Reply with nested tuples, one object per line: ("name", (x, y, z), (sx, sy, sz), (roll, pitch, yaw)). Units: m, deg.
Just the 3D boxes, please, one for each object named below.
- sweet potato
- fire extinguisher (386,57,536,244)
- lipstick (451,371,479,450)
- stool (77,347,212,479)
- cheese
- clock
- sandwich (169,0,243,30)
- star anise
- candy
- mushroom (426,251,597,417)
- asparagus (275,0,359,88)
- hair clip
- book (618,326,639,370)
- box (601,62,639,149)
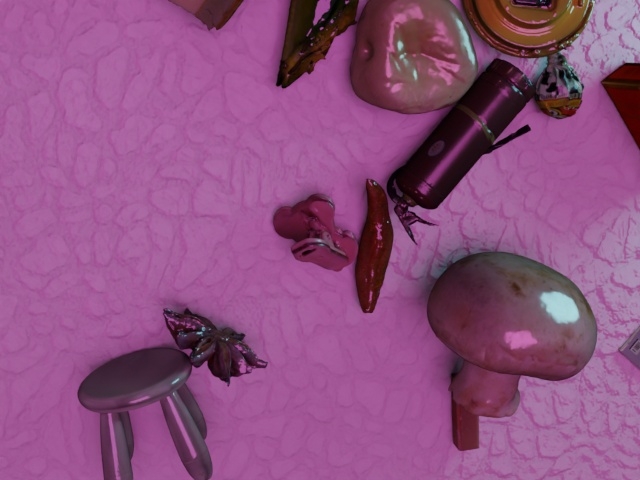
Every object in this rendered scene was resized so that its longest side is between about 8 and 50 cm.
("sweet potato", (0.096, 0.004, 1.582), (0.078, 0.058, 0.255), (-24, 124, -50))
("fire extinguisher", (0.242, -0.151, 1.549), (0.141, 0.105, 0.341), (40, 89, 14))
("lipstick", (0.277, 0.327, 1.696), (0.045, 0.045, 0.145), (-6, 104, -10))
("stool", (-0.291, 0.310, 1.511), (0.195, 0.195, 0.199), (-17, 106, -7))
("cheese", (0.154, -0.310, 1.496), (0.218, 0.117, 0.235), (-46, 111, 0))
("clock", (0.361, -0.432, 1.514), (0.237, 0.057, 0.237), (0, 88, -1))
("sandwich", (-0.151, -0.476, 1.396), (0.155, 0.198, 0.227), (35, 55, -15))
("star anise", (-0.189, 0.179, 1.523), (0.182, 0.195, 0.065), (41, 110, 22))
("candy", (0.412, -0.369, 1.571), (0.091, 0.083, 0.306), (-12, 96, -46))
("mushroom", (0.321, 0.174, 1.544), (0.297, 0.297, 0.290), (12, 106, -13))
("asparagus", (0.013, -0.433, 1.456), (0.128, 0.108, 0.382), (7, 102, -14))
("hair clip", (-0.001, -0.010, 1.558), (0.123, 0.102, 0.138), (-27, 149, 34))
("book", (0.697, 0.226, 1.767), (0.181, 0.014, 0.127), (39, 93, -15))
("box", (0.619, -0.204, 1.590), (0.074, 0.153, 0.240), (-37, 105, -5))
